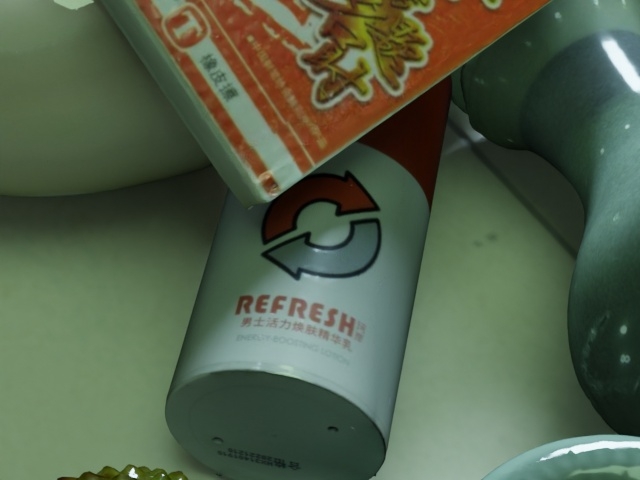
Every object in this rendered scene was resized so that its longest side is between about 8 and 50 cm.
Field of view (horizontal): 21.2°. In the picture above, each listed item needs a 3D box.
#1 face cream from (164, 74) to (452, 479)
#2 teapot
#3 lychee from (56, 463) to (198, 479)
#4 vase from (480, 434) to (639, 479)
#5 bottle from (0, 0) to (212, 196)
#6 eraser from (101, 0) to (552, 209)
[{"bbox_3d":[0.000,0.000,0.780,0.096,0.096,0.214,12,53,1],"label":"face cream"},{"bbox_3d":[0.161,-0.026,0.784,0.183,0.183,0.251,-17,48,-19],"label":"teapot"},{"bbox_3d":[-0.068,0.158,0.623,0.171,0.171,0.171,4,53,-5],"label":"lychee"},{"bbox_3d":[0.061,0.179,0.530,0.143,0.299,0.143,3,53,-5],"label":"vase"},{"bbox_3d":[-0.168,-0.080,0.790,0.236,0.147,0.147,-15,57,-12],"label":"bottle"},{"bbox_3d":[0.015,-0.140,0.749,0.230,0.038,0.157,-36,94,-19],"label":"eraser"}]
